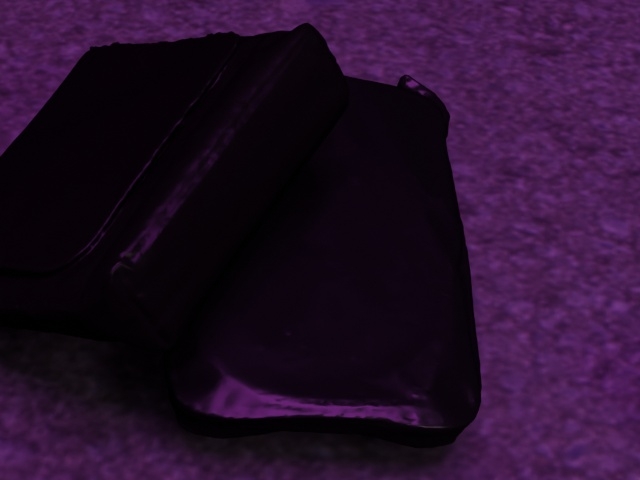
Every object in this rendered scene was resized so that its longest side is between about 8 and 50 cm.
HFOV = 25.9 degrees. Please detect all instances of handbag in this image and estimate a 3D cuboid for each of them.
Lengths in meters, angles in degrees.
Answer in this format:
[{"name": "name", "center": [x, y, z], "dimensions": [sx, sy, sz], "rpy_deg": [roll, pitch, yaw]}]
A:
[{"name": "handbag", "center": [0.000, -0.002, 0.912], "dimensions": [0.192, 0.075, 0.332], "rpy_deg": [2, 44, -4]}, {"name": "handbag", "center": [-0.122, -0.033, 0.860], "dimensions": [0.223, 0.080, 0.247], "rpy_deg": [1, 44, 41]}]
